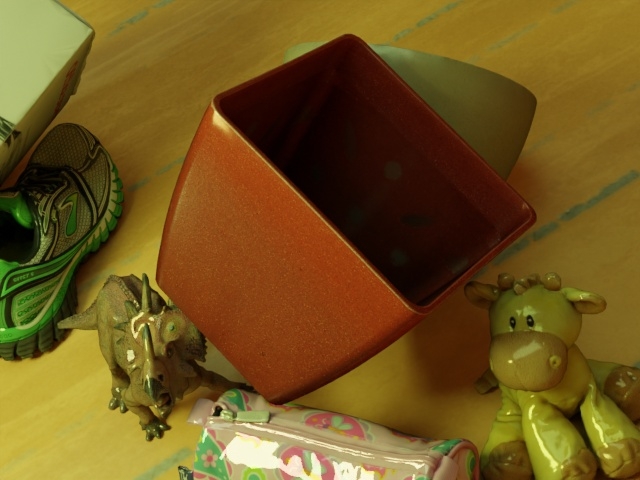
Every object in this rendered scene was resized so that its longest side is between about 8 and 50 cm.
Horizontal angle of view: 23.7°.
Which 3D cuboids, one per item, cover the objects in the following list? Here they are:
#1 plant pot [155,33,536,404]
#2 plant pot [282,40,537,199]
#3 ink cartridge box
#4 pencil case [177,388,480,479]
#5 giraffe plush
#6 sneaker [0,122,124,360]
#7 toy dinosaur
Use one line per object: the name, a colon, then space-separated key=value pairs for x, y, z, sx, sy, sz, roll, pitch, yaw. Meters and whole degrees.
plant pot: x=0.000 y=0.000 z=1.476 sx=0.267 sy=0.236 sz=0.267 roll=45 pitch=37 yaw=8
plant pot: x=0.081 y=-0.085 z=1.677 sx=0.284 sy=0.284 sz=0.191 roll=8 pitch=83 yaw=28
ink cartridge box: x=-0.456 y=-0.108 z=1.797 sx=0.166 sy=0.285 sz=0.395 roll=37 pitch=71 yaw=-6
pencil case: x=0.009 y=0.220 z=1.460 sx=0.284 sy=0.124 sz=0.124 roll=10 pitch=50 yaw=29
giraffe plush: x=0.215 y=0.115 z=1.450 sx=0.181 sy=0.170 sz=0.210 roll=-16 pitch=42 yaw=5
sneaker: x=-0.333 y=-0.028 z=1.835 sx=0.134 sy=0.146 sz=0.343 roll=-7 pitch=43 yaw=15
toy dinosaur: x=-0.185 y=0.097 z=1.603 sx=0.127 sy=0.200 sz=0.295 roll=-38 pitch=44 yaw=-19
